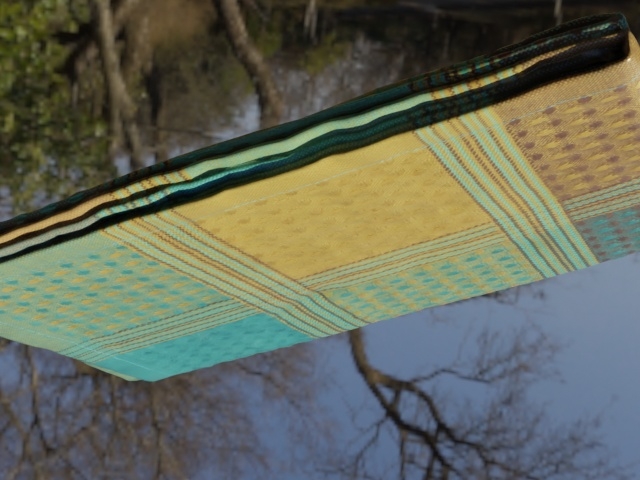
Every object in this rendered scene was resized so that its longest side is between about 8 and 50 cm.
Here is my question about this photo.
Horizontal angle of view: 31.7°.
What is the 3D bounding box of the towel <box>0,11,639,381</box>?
[{"bbox_3d":[0.000,0.000,0.614,0.370,0.040,0.271,-17,159,16],"label":"towel"}]
